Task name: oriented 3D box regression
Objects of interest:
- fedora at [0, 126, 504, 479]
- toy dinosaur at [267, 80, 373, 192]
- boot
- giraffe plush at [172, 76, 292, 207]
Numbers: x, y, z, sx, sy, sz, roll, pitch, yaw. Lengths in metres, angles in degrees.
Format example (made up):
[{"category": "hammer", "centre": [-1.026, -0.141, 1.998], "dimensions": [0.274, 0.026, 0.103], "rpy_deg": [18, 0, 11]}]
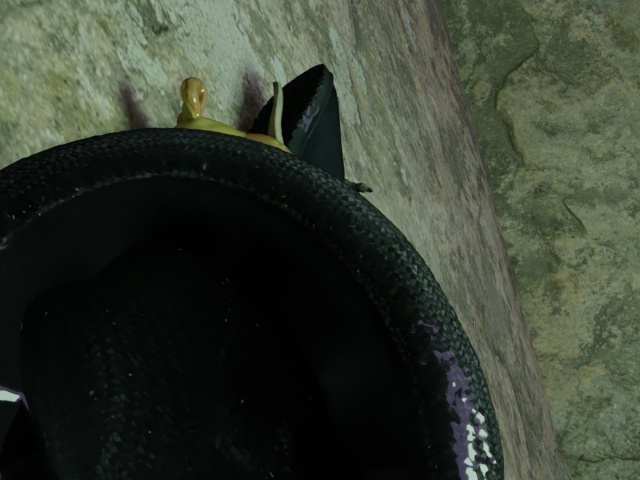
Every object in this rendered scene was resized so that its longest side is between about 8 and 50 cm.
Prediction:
[{"category": "fedora", "centre": [-0.073, 0.116, 0.485], "dimensions": [0.152, 0.334, 0.334], "rpy_deg": [115, -31, -65]}, {"category": "toy dinosaur", "centre": [0.000, 0.000, 0.783], "dimensions": [0.118, 0.064, 0.268], "rpy_deg": [-166, -118, -69]}, {"category": "boot", "centre": [0.016, -0.034, 0.956], "dimensions": [0.207, 0.094, 0.246], "rpy_deg": [46, 37, -28]}, {"category": "giraffe plush", "centre": [-0.073, -0.022, 0.707], "dimensions": [0.210, 0.181, 0.170], "rpy_deg": [26, 27, -19]}]
